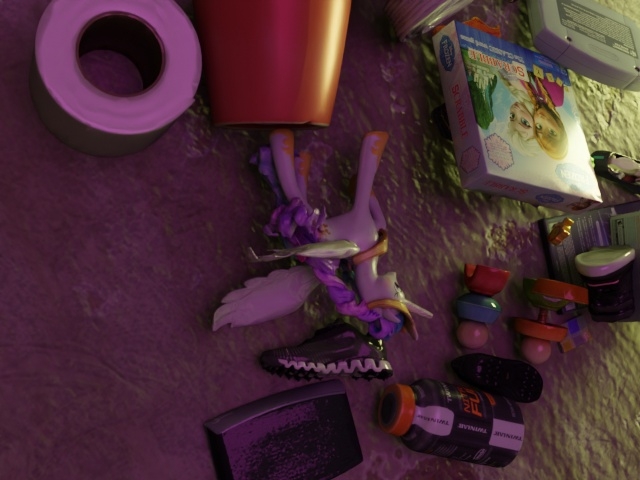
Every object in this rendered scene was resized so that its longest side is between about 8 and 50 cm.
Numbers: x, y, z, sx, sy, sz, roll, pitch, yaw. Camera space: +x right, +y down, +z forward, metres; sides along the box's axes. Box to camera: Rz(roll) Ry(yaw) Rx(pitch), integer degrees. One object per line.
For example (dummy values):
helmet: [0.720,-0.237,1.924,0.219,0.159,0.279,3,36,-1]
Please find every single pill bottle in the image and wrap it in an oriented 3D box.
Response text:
pill bottle: [0.227,0.320,1.456,0.245,0.130,0.130,16,78,-21]

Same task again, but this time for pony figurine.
pony figurine: [0.000,0.000,1.345,0.351,0.303,0.363,-1,68,-25]

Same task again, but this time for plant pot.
plant pot: [-0.081,-0.307,1.344,0.275,0.275,0.243,-1,95,-23]

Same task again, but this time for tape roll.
tape roll: [-0.322,-0.264,1.276,0.246,0.169,0.246,3,83,-23]

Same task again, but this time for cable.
cable: [0.231,-0.465,1.481,0.257,0.257,0.089,-37,93,-21]

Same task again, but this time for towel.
towel: [0.509,0.188,1.653,0.083,0.009,0.060,-18,90,-23]

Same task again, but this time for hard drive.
hard drive: [-0.053,0.344,1.379,0.254,0.054,0.172,-14,89,-23]

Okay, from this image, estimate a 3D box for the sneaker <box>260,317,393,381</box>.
sneaker: [0.009,0.186,1.415,0.234,0.078,0.106,3,67,-15]

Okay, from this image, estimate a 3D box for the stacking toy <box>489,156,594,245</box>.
stacking toy: [0.444,-0.121,1.633,0.167,0.052,0.221,33,63,-10]

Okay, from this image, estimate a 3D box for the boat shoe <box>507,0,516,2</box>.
boat shoe: [0.311,-0.551,1.624,0.073,0.080,0.223,-43,95,-15]

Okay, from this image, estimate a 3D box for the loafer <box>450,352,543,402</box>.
loafer: [0.336,0.254,1.540,0.223,0.078,0.076,22,80,-37]

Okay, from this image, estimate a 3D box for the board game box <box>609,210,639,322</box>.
board game box: [0.701,0.040,1.564,0.097,0.303,0.224,-1,84,-23]

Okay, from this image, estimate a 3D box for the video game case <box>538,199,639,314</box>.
video game case: [0.583,0.031,1.695,0.274,0.026,0.196,-10,88,-24]

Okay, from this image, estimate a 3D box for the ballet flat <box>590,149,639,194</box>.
ballet flat: [0.657,-0.142,1.720,0.203,0.074,0.074,16,78,-20]

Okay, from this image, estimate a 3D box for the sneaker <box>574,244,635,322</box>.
sneaker: [0.543,0.089,1.537,0.295,0.104,0.147,-9,93,-66]

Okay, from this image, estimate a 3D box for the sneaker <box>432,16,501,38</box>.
sneaker: [0.281,-0.403,1.598,0.175,0.064,0.067,-3,86,-39]

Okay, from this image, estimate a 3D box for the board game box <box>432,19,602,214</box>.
board game box: [0.369,-0.224,1.530,0.318,0.066,0.318,8,64,-35]

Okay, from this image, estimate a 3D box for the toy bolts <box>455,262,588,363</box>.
toy bolts: [0.363,0.143,1.510,0.228,0.218,0.158,13,88,-2]

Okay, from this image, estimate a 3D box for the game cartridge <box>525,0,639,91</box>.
game cartridge: [0.552,-0.414,1.678,0.297,0.062,0.198,17,57,-20]

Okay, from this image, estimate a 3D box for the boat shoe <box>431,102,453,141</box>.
boat shoe: [0.292,-0.196,1.569,0.065,0.083,0.183,-45,102,-22]
